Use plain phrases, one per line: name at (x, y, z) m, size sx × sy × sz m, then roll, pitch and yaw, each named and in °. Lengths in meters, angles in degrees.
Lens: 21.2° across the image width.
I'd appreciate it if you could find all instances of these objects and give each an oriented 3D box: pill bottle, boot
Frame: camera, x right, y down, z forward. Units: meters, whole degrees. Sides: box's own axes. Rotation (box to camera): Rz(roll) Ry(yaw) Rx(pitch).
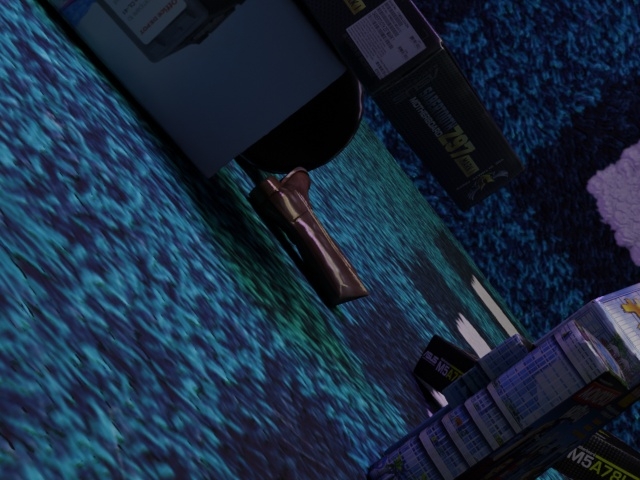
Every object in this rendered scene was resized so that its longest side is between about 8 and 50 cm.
pill bottle at (-0.036, -0.141, 1.421) m, size 0.123 × 0.123 × 0.219 m, roll 50°, pitch 7°, yaw -19°
boot at (0.000, 0.000, 1.291) m, size 0.114 × 0.037 × 0.106 m, roll 50°, pitch 20°, yaw 6°

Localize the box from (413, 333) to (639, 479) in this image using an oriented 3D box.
box at (0.187, 0.153, 1.349) m, size 0.184 × 0.045 × 0.191 m, roll 27°, pitch 2°, yaw -23°

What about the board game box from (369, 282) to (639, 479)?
board game box at (0.130, 0.094, 1.021) m, size 0.060 × 0.194 × 0.194 m, roll 55°, pitch 7°, yaw 18°

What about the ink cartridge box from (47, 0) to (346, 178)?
ink cartridge box at (-0.136, -0.223, 1.149) m, size 0.306 × 0.131 × 0.226 m, roll 48°, pitch 9°, yaw -28°

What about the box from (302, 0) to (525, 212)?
box at (0.033, -0.148, 1.134) m, size 0.232 × 0.059 × 0.183 m, roll 59°, pitch 7°, yaw 31°
